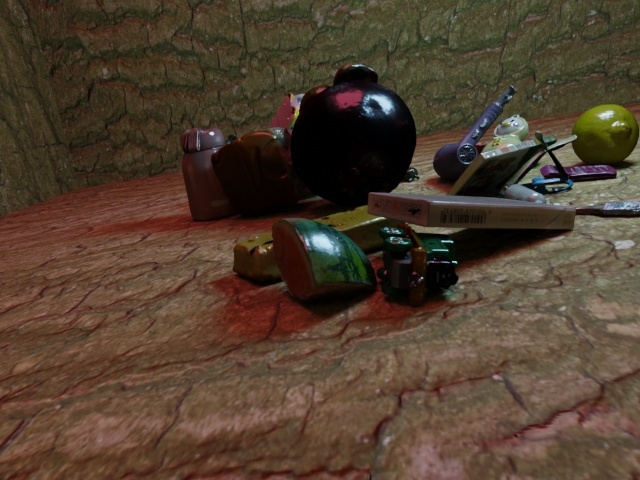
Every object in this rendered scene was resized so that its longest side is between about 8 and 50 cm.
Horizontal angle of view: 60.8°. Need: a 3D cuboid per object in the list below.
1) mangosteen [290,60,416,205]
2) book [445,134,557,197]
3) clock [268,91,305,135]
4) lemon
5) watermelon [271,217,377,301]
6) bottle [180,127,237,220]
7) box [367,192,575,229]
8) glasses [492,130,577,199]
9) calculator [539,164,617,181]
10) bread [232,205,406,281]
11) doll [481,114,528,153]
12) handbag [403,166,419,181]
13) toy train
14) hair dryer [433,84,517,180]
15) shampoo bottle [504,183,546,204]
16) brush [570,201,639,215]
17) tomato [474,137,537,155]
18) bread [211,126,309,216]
[{"bbox_3d":[0.095,-0.316,1.628,0.382,0.382,0.435,-6,51,10],"label":"mangosteen"},{"bbox_3d":[0.471,-0.184,1.439,0.264,0.027,0.202,-16,-25,-27],"label":"book"},{"bbox_3d":[-0.004,-0.330,1.981,0.376,0.250,0.368,21,33,-28],"label":"clock"},{"bbox_3d":[0.852,-0.315,1.650,0.184,0.184,0.248,-7,3,7],"label":"lemon"},{"bbox_3d":[0.012,0.017,0.945,0.146,0.128,0.231,-7,39,-21],"label":"watermelon"},{"bbox_3d":[-0.369,-0.221,1.791,0.173,0.297,0.206,-5,15,11],"label":"bottle"},{"bbox_3d":[0.300,-0.060,1.090,0.365,0.051,0.204,0,9,-26],"label":"box"},{"bbox_3d":[0.562,-0.177,1.375,0.239,0.207,0.102,-16,57,-22],"label":"glasses"},{"bbox_3d":[0.727,-0.191,1.545,0.190,0.034,0.126,2,16,17],"label":"calculator"},{"bbox_3d":[0.000,0.000,1.148,0.361,0.077,0.138,-16,16,-25],"label":"bread"},{"bbox_3d":[0.565,-0.290,1.672,0.141,0.117,0.296,-12,47,44],"label":"doll"},{"bbox_3d":[0.309,-0.239,1.948,0.072,0.047,0.111,-18,16,-15],"label":"handbag"},{"bbox_3d":[0.164,0.034,0.904,0.136,0.091,0.228,1,14,-2],"label":"toy train"},{"bbox_3d":[0.503,-0.352,1.732,0.361,0.121,0.301,-53,0,1],"label":"hair dryer"},{"bbox_3d":[0.478,-0.088,1.244,0.056,0.056,0.195,-8,13,2],"label":"shampoo bottle"},{"bbox_3d":[0.583,-0.065,1.172,0.196,0.021,0.070,-2,17,35],"label":"brush"},{"bbox_3d":[0.643,-0.292,1.861,0.236,0.095,0.237,-6,12,1],"label":"tomato"},{"bbox_3d":[-0.186,-0.217,1.718,0.250,0.279,0.225,-13,28,23],"label":"bread"}]
